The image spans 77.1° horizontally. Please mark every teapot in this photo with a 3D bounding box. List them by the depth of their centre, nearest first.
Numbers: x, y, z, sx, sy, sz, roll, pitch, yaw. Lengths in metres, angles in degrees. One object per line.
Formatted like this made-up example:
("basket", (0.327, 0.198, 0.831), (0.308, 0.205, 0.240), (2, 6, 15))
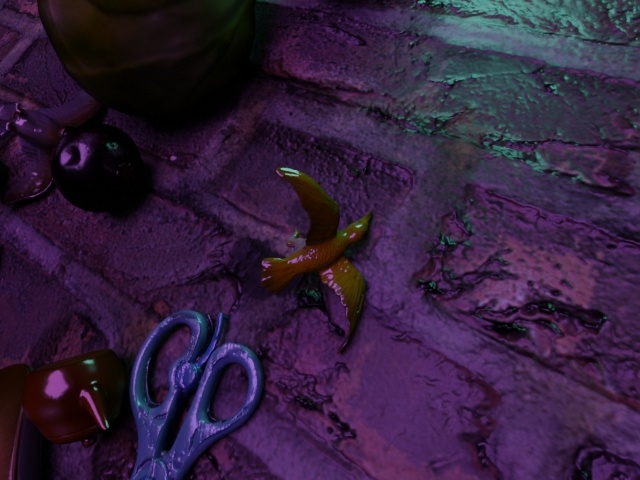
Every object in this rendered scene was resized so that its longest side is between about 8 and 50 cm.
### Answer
("teapot", (-0.297, 0.199, 0.494), (0.173, 0.116, 0.116), (-15, 61, 42))

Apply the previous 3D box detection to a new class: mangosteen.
("mangosteen", (-0.354, -0.115, 0.621), (0.152, 0.137, 0.137), (16, 74, 15))

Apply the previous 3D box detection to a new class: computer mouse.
("computer mouse", (-0.419, 0.314, 0.500), (0.158, 0.072, 0.310), (-23, 64, 10))

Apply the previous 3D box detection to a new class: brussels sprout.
("brussels sprout", (-0.243, -0.370, 0.618), (0.371, 0.276, 0.315), (-47, 47, 1))

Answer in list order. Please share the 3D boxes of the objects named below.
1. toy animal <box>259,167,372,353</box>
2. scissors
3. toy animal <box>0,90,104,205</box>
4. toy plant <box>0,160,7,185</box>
("toy animal", (0.000, 0.000, 0.483), (0.095, 0.219, 0.155), (-5, 28, 34))
("scissors", (-0.194, 0.269, 0.463), (0.180, 0.032, 0.392), (14, 74, 24))
("toy animal", (-0.465, -0.166, 0.684), (0.197, 0.160, 0.272), (26, 85, 24))
("toy plant", (-0.678, -0.166, 0.686), (0.112, 0.243, 0.233), (-50, 36, -6))
